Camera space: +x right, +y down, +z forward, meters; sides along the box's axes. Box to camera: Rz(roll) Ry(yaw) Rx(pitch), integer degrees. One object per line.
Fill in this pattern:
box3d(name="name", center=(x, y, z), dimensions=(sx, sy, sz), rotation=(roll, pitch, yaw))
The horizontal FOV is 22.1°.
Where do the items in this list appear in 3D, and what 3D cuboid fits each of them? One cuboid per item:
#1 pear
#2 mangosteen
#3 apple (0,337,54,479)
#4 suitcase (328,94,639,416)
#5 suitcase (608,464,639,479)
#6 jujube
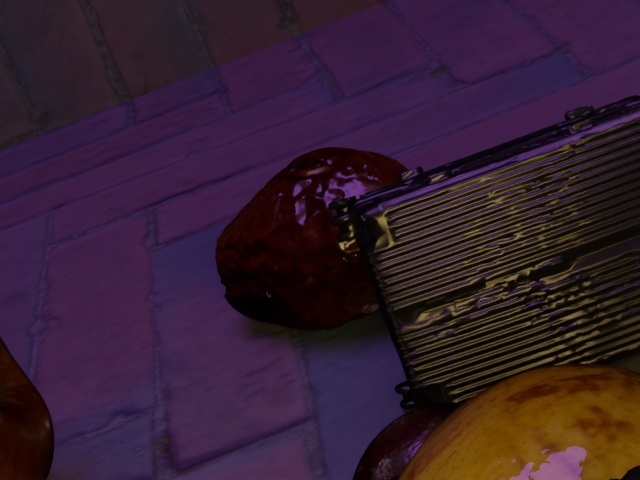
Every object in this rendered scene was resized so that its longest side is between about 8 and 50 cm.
box3d(name="pear", center=(0.162, 0.218, 1.065), dimensions=(0.281, 0.280, 0.280), rotation=(-18, 22, 8))
box3d(name="mangosteen", center=(0.103, 0.214, 1.267), dimensions=(0.173, 0.172, 0.184), rotation=(-17, 22, 11))
box3d(name="apple", center=(-0.422, 0.201, 1.626), dimensions=(0.317, 0.288, 0.288), rotation=(-39, 19, 10))
box3d(name="suitcase", center=(0.200, 0.018, 1.539), dimensions=(0.335, 0.229, 0.152), rotation=(-20, 8, 2))
box3d(name="suitcase", center=(0.185, 0.302, 0.740), dimensions=(0.188, 0.345, 0.339), rotation=(-26, 22, 3))
box3d(name="jujube", center=(0.000, 0.000, 1.836), dimensions=(0.290, 0.197, 0.197), rotation=(-21, 15, 47))
